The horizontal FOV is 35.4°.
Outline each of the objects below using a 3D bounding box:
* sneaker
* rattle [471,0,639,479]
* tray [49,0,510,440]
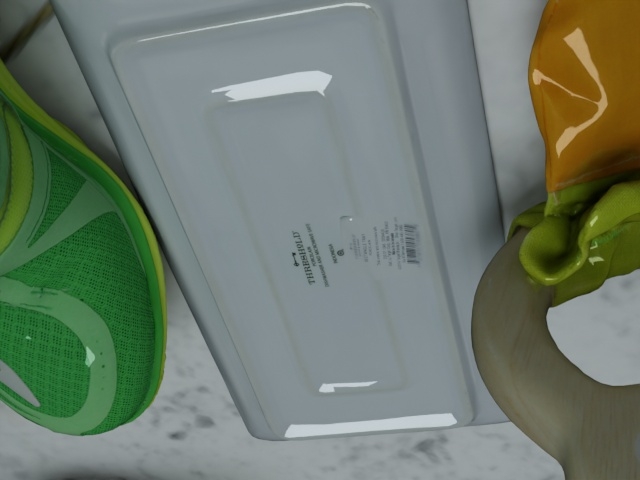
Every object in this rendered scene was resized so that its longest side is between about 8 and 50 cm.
[{"bbox_3d":[-0.144,-0.023,0.338,0.109,0.123,0.295,-9,130,15],"label":"sneaker"},{"bbox_3d":[0.117,0.027,0.297,0.130,0.199,0.142,13,132,-4],"label":"rattle"},{"bbox_3d":[0.000,0.000,0.403,0.145,0.030,0.270,-7,130,13],"label":"tray"}]
